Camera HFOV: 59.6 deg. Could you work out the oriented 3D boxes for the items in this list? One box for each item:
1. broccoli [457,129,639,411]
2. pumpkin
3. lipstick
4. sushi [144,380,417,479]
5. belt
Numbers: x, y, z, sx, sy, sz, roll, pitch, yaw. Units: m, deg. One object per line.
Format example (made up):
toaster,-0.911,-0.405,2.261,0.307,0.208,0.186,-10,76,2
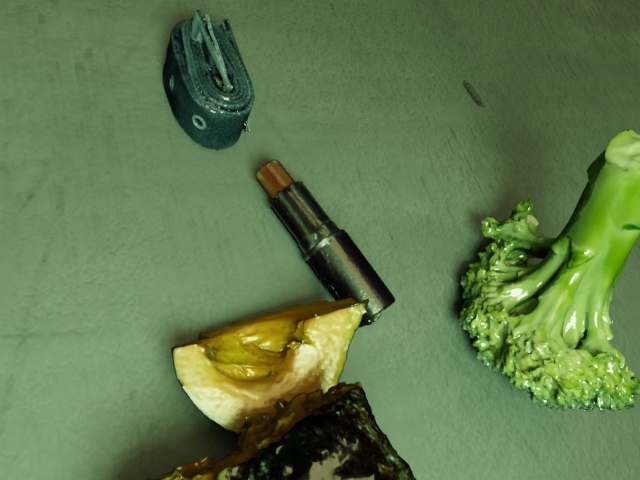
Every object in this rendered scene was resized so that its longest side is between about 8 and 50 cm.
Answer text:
broccoli,0.373,0.073,0.814,0.275,0.397,0.353,-13,76,-30
pumpkin,-0.055,0.168,0.732,0.254,0.130,0.149,-13,85,-17
lipstick,0.000,0.000,0.866,0.081,0.081,0.299,-33,80,-36
sushi,-0.071,0.283,0.525,0.349,0.234,0.207,-34,73,-6
belt,-0.181,-0.266,0.903,0.122,0.128,0.218,-9,65,-29
